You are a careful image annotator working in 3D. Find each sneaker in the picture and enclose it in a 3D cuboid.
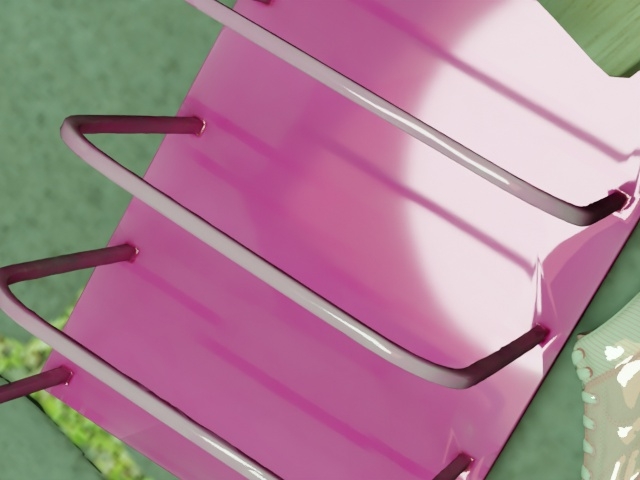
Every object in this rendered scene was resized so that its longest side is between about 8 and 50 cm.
[{"bbox_3d":[0.131,0.080,0.796,0.070,0.051,0.134,35,108,17],"label":"sneaker"}]

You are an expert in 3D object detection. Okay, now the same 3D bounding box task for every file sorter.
[{"bbox_3d":[0.000,0.000,0.733,0.202,0.182,0.291,32,102,11],"label":"file sorter"}]

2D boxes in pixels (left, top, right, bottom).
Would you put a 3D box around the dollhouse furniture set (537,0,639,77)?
[{"bbox_3d":[0.070,-0.293,0.558,0.394,0.362,0.256,47,59,-1],"label":"dollhouse furniture set"}]
